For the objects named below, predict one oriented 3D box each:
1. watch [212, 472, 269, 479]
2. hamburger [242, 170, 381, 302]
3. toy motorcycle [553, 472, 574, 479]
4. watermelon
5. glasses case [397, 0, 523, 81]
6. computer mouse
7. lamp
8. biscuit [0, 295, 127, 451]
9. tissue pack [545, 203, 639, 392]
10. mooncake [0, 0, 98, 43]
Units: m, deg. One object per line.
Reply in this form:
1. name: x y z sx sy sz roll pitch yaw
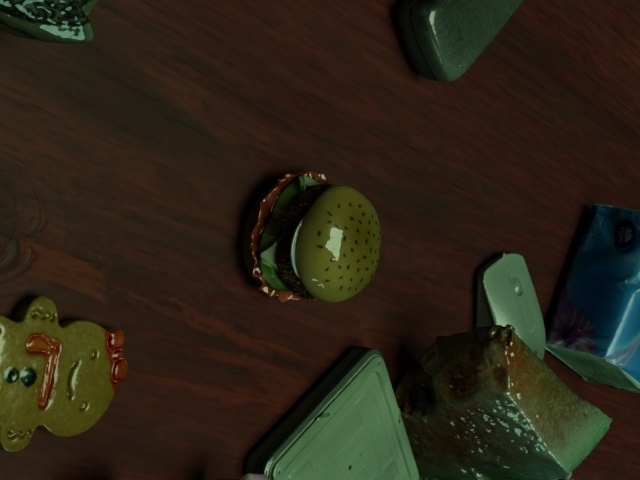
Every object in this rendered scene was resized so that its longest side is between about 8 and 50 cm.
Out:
1. watch: -0.074 0.426 1.667 0.248 0.211 0.217 -55 145 -2
2. hamburger: -0.002 0.002 1.678 0.175 0.137 0.175 -14 110 -44
3. toy motorcycle: 0.381 0.451 2.261 0.112 0.112 0.254 17 84 -50
4. watermelon: 0.235 0.264 1.956 0.302 0.264 0.151 41 53 -36
5. glasses case: 0.222 -0.361 1.908 0.323 0.074 0.131 -51 134 -29
6. computer mouse: 0.298 0.132 2.118 0.128 0.079 0.231 -23 112 -48
7. lamp: 0.026 0.316 1.852 0.266 0.047 0.269 -45 131 -36
8. biscuit: -0.291 0.143 1.444 0.225 0.036 0.166 18 84 -51
9. tissue pack: 0.506 0.099 2.298 0.198 0.146 0.263 36 71 -49
10. mooncake: -0.273 -0.323 1.279 0.250 0.136 0.254 34 72 -44
